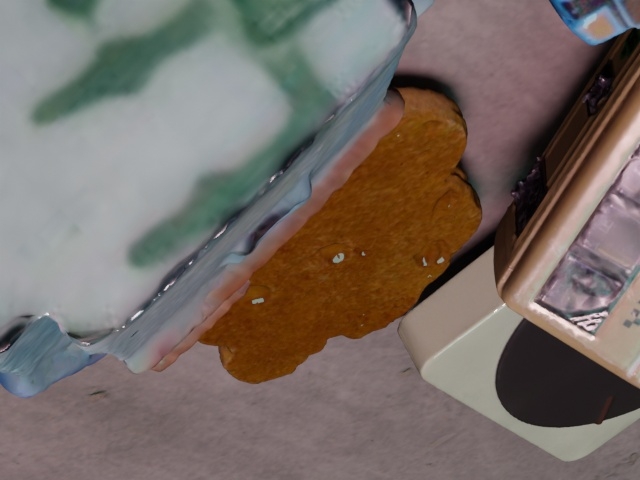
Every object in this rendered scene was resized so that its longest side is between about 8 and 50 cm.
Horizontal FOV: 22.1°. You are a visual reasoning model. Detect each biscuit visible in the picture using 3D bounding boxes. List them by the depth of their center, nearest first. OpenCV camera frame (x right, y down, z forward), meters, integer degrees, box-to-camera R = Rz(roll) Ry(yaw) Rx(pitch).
[{"bbox_3d":[0.000,0.000,1.075,0.208,0.041,0.290,-1,142,-28],"label":"biscuit"}]

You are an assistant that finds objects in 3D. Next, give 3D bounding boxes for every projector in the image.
[{"bbox_3d":[0.218,0.039,1.201,0.259,0.079,0.257,-39,141,15],"label":"projector"}]

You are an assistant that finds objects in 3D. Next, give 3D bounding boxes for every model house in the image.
[{"bbox_3d":[-0.099,-0.073,0.813,0.295,0.252,0.329,-45,168,-6],"label":"model house"}]

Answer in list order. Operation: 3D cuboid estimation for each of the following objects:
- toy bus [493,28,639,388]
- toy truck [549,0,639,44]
[{"bbox_3d":[0.228,-0.064,0.976,0.157,0.139,0.289,28,116,-7],"label":"toy bus"},{"bbox_3d":[0.248,-0.256,0.770,0.385,0.161,0.162,-30,135,14],"label":"toy truck"}]
